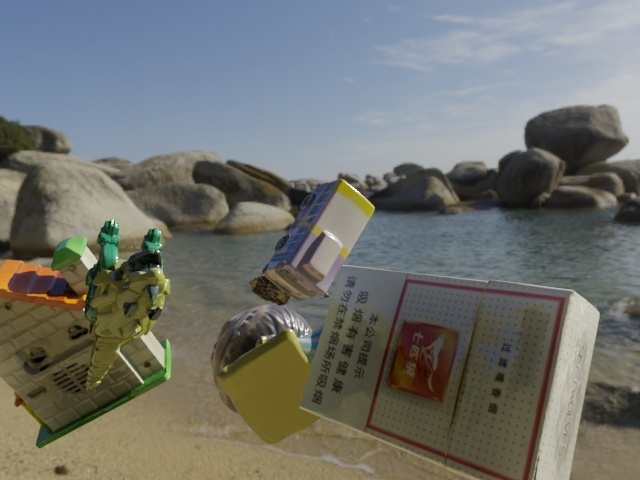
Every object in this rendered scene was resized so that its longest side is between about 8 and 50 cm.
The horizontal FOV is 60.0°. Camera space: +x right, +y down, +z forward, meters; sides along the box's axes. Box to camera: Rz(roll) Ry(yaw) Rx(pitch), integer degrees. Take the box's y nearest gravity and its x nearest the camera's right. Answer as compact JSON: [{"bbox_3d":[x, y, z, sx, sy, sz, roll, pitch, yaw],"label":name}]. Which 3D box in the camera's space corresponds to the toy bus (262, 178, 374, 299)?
[{"bbox_3d":[0.000,0.000,0.489,0.052,0.102,0.058,39,-22,-21],"label":"toy bus"}]

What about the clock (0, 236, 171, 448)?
[{"bbox_3d":[-0.381,0.138,0.813,0.220,0.255,0.106,-27,27,-3],"label":"clock"}]

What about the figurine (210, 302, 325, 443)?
[{"bbox_3d":[-0.077,0.214,1.267,0.361,0.266,0.377,-16,29,-12],"label":"figurine"}]

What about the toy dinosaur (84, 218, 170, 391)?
[{"bbox_3d":[-0.258,0.087,0.706,0.094,0.259,0.153,15,37,-32],"label":"toy dinosaur"}]

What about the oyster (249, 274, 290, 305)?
[{"bbox_3d":[-0.098,0.096,1.053,0.083,0.054,0.019,26,29,10],"label":"oyster"}]

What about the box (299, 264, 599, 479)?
[{"bbox_3d":[0.140,0.151,0.675,0.330,0.210,0.095,5,-17,46],"label":"box"}]
